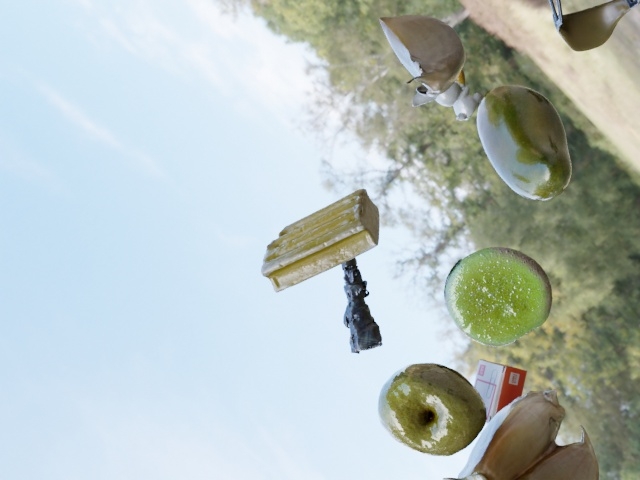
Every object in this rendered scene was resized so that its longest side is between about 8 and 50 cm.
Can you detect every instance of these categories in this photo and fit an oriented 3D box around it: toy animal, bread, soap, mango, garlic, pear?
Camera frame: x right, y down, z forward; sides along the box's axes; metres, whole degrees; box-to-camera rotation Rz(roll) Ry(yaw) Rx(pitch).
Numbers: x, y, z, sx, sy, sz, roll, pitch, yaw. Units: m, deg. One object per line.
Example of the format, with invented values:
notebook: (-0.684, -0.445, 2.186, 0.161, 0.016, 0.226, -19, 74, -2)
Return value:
toy animal: (0.370, -0.426, 2.152, 0.182, 0.131, 0.127, 30, -127, -4)
bread: (0.496, 0.156, 2.074, 0.301, 0.301, 0.045, 46, -163, -2)
soap: (0.000, 0.000, 1.445, 0.073, 0.232, 0.140, 54, -157, -24)
mango: (0.356, -0.165, 1.286, 0.129, 0.146, 0.289, 14, -136, -19)
garlic: (0.252, -0.431, 1.803, 0.196, 0.151, 0.338, 10, -139, -18)
pear: (0.237, 0.356, 1.570, 0.229, 0.188, 0.211, 11, -177, 15)
garlic: (0.426, 0.481, 1.538, 0.286, 0.313, 0.249, 13, 127, 46)

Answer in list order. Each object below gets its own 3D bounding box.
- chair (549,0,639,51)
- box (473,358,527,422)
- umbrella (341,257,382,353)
chair: (0.532, -0.519, 1.472, 0.172, 0.159, 0.246, -17, -87, -87)
box: (0.517, 0.453, 2.187, 0.099, 0.182, 0.133, 16, 176, -23)
umbrella: (0.083, 0.145, 1.692, 0.071, 0.080, 0.224, 43, -147, -69)
